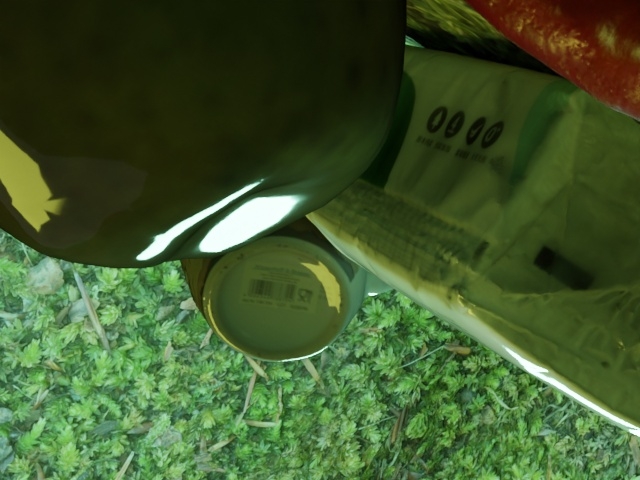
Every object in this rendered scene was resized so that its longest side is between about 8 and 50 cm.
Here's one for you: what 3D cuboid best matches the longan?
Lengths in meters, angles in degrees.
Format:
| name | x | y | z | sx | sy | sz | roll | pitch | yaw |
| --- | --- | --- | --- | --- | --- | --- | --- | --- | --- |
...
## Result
| name | x | y | z | sx | sy | sz | roll | pitch | yaw |
| --- | --- | --- | --- | --- | --- | --- | --- | --- | --- |
| longan | -0.089 | -0.123 | 0.676 | 0.288 | 0.288 | 0.350 | 32 | -174 | 27 |

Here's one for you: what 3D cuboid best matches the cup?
| name | x | y | z | sx | sy | sz | roll | pitch | yaw |
| --- | --- | --- | --- | --- | --- | --- | --- | --- | --- |
| cup | 0.000 | 0.000 | 1.224 | 0.301 | 0.227 | 0.257 | 3 | -147 | -4 |

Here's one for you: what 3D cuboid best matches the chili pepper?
| name | x | y | z | sx | sy | sz | roll | pitch | yaw |
| --- | --- | --- | --- | --- | --- | --- | --- | --- | --- |
| chili pepper | 0.127 | -0.117 | 0.610 | 0.272 | 0.071 | 0.063 | 38 | -139 | 21 |

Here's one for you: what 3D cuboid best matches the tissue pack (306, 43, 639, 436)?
| name | x | y | z | sx | sy | sz | roll | pitch | yaw |
| --- | --- | --- | --- | --- | --- | --- | --- | --- | --- |
| tissue pack | 0.162 | -0.010 | 0.974 | 0.266 | 0.194 | 0.356 | 32 | -179 | -24 |
